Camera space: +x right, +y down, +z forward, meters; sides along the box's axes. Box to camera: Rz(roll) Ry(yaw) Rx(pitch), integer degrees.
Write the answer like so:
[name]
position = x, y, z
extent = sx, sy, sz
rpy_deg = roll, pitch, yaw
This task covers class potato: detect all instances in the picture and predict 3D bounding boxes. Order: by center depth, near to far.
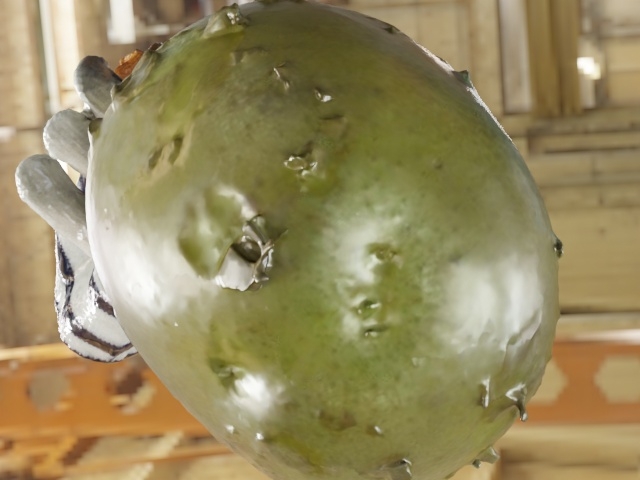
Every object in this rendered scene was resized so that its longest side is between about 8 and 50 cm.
[potato]
position = -0.010, -0.016, 1.020
extent = 0.219, 0.270, 0.359
rpy_deg = -32, -158, 1

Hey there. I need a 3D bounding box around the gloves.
[gloves]
position = -0.121, -0.030, 1.241
extent = 0.131, 0.219, 0.140
rpy_deg = 33, -141, 4
